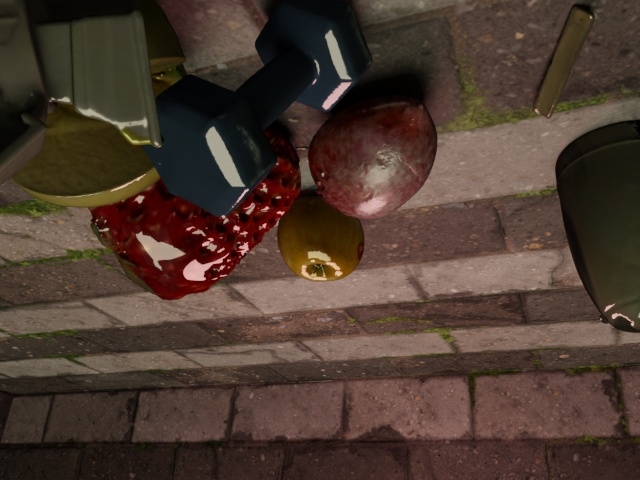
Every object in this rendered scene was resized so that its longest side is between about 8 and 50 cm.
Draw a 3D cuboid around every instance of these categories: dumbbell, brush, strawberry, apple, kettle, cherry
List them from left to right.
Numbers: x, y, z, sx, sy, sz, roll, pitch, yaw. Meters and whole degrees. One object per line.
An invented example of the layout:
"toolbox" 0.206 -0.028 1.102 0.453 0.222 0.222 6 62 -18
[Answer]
"apple" -0.293 -0.189 0.788 0.254 0.292 0.292 -19 155 -10
"strawberry" -0.196 -0.067 1.058 0.345 0.295 0.318 -17 114 4
"dumbbell" -0.068 -0.174 0.752 0.143 0.316 0.156 1 129 39
"apple" 0.000 0.000 1.265 0.182 0.155 0.182 4 155 2
"cherry" 0.088 -0.138 0.974 0.192 0.175 0.249 26 144 -17
"brush" 0.344 -0.250 0.880 0.034 0.027 0.190 34 155 20
"kettle" 0.533 -0.018 0.981 0.228 0.324 0.321 10 152 -13

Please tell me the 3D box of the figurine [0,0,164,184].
"figurine" -0.298 -0.170 0.549 0.284 0.343 0.167 -10 135 -16
